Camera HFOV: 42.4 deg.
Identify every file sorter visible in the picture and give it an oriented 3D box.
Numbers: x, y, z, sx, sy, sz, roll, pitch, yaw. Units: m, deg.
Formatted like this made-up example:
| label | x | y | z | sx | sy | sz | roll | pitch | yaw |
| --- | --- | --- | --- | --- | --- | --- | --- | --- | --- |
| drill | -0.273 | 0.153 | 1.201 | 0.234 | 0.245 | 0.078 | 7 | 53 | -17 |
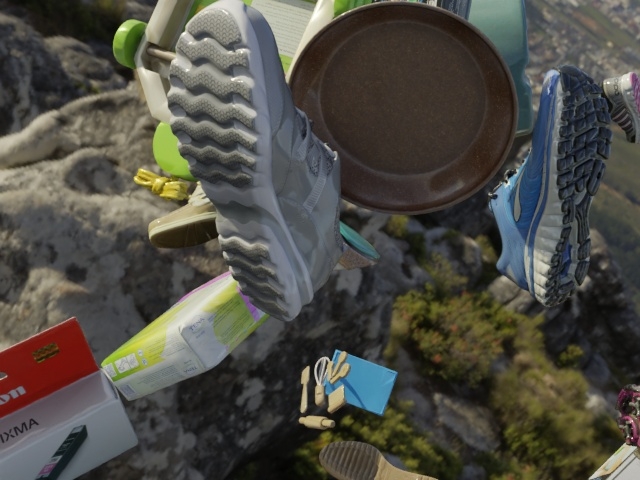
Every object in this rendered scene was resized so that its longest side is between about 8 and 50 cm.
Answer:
| label | x | y | z | sx | sy | sz | roll | pitch | yaw |
| --- | --- | --- | --- | --- | --- | --- | --- | --- | --- |
| file sorter | 0.107 | 0.373 | 2.179 | 0.170 | 0.118 | 0.104 | 19 | -5 | 10 |

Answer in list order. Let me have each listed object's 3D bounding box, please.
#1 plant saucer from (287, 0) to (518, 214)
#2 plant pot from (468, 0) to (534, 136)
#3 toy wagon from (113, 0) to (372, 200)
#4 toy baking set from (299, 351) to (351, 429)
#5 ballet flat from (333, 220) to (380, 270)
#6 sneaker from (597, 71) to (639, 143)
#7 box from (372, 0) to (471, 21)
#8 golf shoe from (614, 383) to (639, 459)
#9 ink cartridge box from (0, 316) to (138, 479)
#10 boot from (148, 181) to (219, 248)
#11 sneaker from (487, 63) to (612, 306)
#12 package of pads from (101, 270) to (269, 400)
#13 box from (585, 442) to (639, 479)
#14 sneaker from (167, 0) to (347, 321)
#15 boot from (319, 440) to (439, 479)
| label | x | y | z | sx | sy | sz | roll | pitch | yaw |
| --- | --- | --- | --- | --- | --- | --- | --- | --- | --- |
| plant saucer | 0.070 | -0.114 | 0.717 | 0.199 | 0.198 | 0.036 | 32 | 33 | -9 |
| plant pot | 0.166 | -0.278 | 1.347 | 0.334 | 0.341 | 0.341 | -6 | 39 | 13 |
| toy wagon | -0.105 | -0.203 | 0.923 | 0.267 | 0.344 | 0.068 | 23 | -1 | 24 |
| toy baking set | 0.009 | 0.375 | 2.050 | 0.030 | 0.256 | 0.196 | 29 | 65 | -21 |
| ballet flat | 0.000 | 0.000 | 1.605 | 0.316 | 0.106 | 0.107 | 34 | 15 | -49 |
| sneaker | 0.519 | -0.228 | 1.431 | 0.170 | 0.075 | 0.063 | 46 | 54 | -50 |
| box | 0.113 | -0.359 | 0.995 | 0.051 | 0.220 | 0.175 | -13 | 30 | -36 |
| golf shoe | 0.314 | 0.189 | 0.661 | 0.086 | 0.067 | 0.186 | -1 | 43 | -11 |
| ink cartridge box | -0.366 | 0.229 | 0.949 | 0.275 | 0.238 | 0.060 | -26 | 57 | -17 |
| boot | -0.172 | -0.090 | 1.211 | 0.213 | 0.077 | 0.165 | -22 | 72 | -15 |
| sneaker | 0.296 | -0.078 | 1.140 | 0.130 | 0.329 | 0.147 | -12 | 26 | -40 |
| package of pads | -0.212 | 0.153 | 1.474 | 0.101 | 0.229 | 0.296 | 58 | 36 | -8 |
| box | 0.495 | 0.351 | 1.158 | 0.290 | 0.087 | 0.169 | -36 | 76 | -20 |
| sneaker | -0.042 | -0.071 | 0.686 | 0.105 | 0.281 | 0.115 | 23 | 49 | 35 |
| boot | 0.115 | 0.477 | 1.497 | 0.249 | 0.206 | 0.090 | 15 | 43 | 24 |
